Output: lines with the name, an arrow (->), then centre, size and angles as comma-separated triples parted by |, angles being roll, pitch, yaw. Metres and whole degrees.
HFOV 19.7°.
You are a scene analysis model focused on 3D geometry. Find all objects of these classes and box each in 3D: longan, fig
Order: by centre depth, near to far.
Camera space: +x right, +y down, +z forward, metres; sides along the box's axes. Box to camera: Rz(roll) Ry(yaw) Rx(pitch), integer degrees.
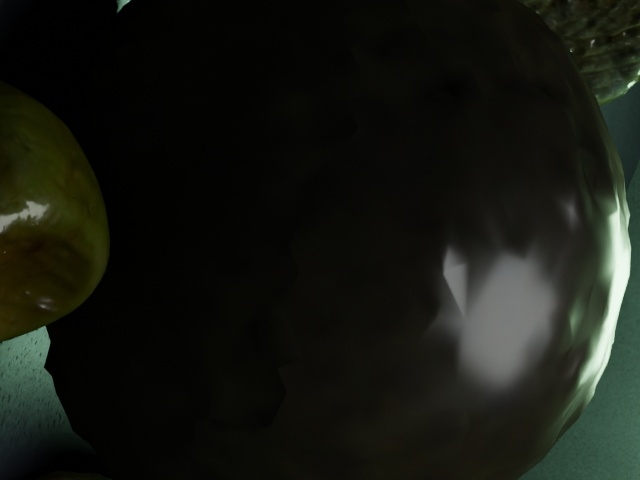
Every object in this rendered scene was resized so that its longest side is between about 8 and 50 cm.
fig -> -0.181, -0.012, 0.928 | 0.165, 0.154, 0.144 | 24, 99, -29
longan -> 0.000, 0.000, 1.130 | 0.391, 0.391, 0.391 | -55, 158, -36

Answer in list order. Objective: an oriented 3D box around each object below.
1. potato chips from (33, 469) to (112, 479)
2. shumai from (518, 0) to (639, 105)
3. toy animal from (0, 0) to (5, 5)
potato chips -> -0.236, 0.180, 1.138 | 0.407, 0.057, 0.080 | 23, 82, -73
shumai -> 0.206, -0.298, 1.660 | 0.304, 0.309, 0.263 | 53, 26, -31
toy animal -> -0.122, -0.234, 0.932 | 0.343, 0.106, 0.168 | -56, 159, -25
